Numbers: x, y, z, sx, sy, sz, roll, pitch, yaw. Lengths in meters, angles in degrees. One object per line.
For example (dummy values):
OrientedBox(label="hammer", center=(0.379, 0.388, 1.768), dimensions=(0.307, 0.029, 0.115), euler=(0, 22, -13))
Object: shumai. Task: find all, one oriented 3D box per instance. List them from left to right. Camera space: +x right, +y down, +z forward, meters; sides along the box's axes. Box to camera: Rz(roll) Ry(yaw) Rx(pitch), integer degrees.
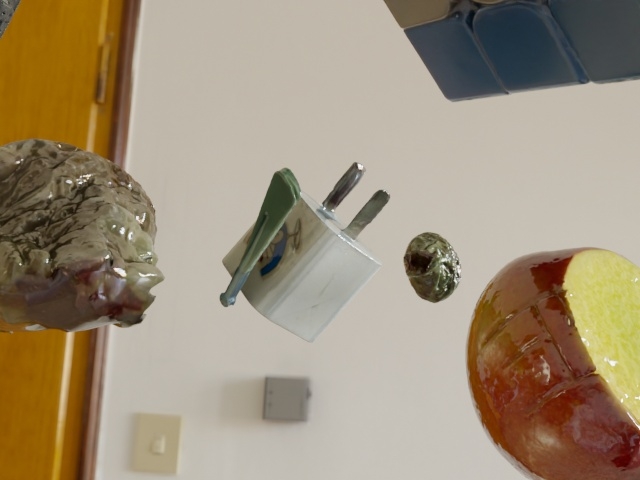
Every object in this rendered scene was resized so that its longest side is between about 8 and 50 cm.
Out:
OrientedBox(label="shumai", center=(-0.294, 0.044, 0.955), dimensions=(0.346, 0.217, 0.283), euler=(-17, 38, -38))
OrientedBox(label="shumai", center=(0.186, 0.049, 1.573), dimensions=(0.099, 0.123, 0.087), euler=(-25, -5, 21))

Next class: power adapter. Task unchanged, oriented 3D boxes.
OrientedBox(label="power adapter", center=(0.000, 0.000, 1.109), dimensions=(0.125, 0.205, 0.130), euler=(34, 9, -41))

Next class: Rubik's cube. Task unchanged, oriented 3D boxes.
OrientedBox(label="Rubik's cube", center=(0.255, -0.388, 0.958), dimensions=(0.344, 0.346, 0.347), euler=(3, -46, 57))

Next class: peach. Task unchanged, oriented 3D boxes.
OrientedBox(label="peach", center=(0.279, 0.156, 0.967), dimensions=(0.249, 0.274, 0.245), euler=(6, -51, -8))

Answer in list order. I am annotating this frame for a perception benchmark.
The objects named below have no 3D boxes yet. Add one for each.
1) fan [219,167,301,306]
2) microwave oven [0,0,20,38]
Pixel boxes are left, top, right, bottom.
OrientedBox(label="fan", center=(-0.062, 0.006, 0.878), dimensions=(0.016, 0.038, 0.193), euler=(-10, -34, -35))
OrientedBox(label="microwave oven", center=(-0.375, -0.216, 0.799), dimensions=(0.122, 0.162, 0.208), euler=(28, 0, 6))
